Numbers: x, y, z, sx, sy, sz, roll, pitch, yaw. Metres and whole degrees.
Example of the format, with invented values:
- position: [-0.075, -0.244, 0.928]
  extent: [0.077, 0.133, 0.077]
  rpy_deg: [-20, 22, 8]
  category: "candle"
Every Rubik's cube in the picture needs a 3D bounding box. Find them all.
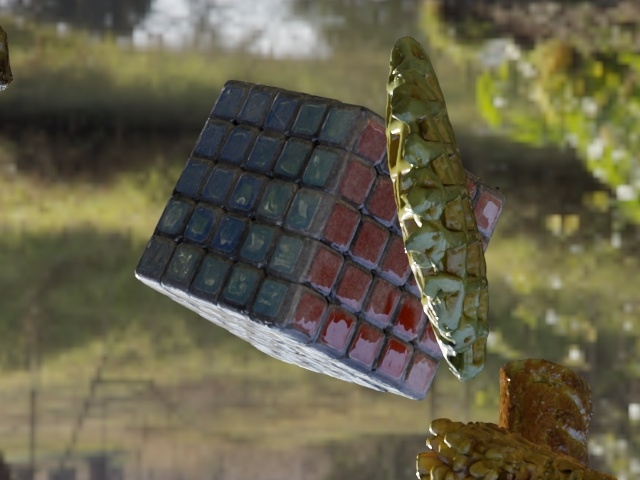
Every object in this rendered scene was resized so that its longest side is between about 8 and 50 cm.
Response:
- position: [0.000, 0.000, 1.904]
  extent: [0.237, 0.237, 0.238]
  rpy_deg: [13, 166, 48]
  category: "Rubik's cube"

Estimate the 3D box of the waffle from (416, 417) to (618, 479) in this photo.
- position: [0.184, 0.215, 1.667]
  extent: [0.193, 0.070, 0.197]
  rpy_deg: [17, -177, -42]
  category: "waffle"

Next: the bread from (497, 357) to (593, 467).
- position: [0.257, 0.235, 2.201]
  extent: [0.103, 0.172, 0.132]
  rpy_deg: [-9, 150, 36]
  category: "bread"

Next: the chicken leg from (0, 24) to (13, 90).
- position: [-0.286, -0.054, 1.074]
  extent: [0.211, 0.361, 0.140]
  rpy_deg: [14, -167, 11]
  category: "chicken leg"

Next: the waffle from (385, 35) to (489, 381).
- position: [0.086, -0.023, 1.406]
  extent: [0.054, 0.208, 0.214]
  rpy_deg: [-14, 132, 7]
  category: "waffle"
